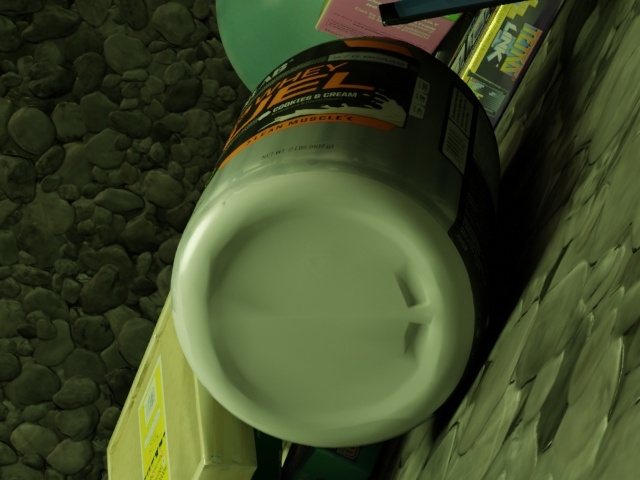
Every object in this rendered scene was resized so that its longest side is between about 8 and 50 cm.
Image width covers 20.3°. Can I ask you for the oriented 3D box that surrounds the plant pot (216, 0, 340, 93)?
[{"bbox_3d":[0.055,-0.299,2.138,0.235,0.293,0.293,-26,36,60],"label":"plant pot"}]

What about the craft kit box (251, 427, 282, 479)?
[{"bbox_3d":[-0.090,0.271,1.363,0.250,0.061,0.247,-89,19,-50],"label":"craft kit box"}]

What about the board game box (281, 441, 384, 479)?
[{"bbox_3d":[0.028,0.111,1.357,0.210,0.047,0.160,-66,4,-33],"label":"board game box"}]

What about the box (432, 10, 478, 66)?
[{"bbox_3d":[0.101,-0.114,1.816,0.231,0.056,0.183,-62,4,37],"label":"box"}]

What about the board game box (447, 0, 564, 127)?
[{"bbox_3d":[0.155,-0.173,1.519,0.170,0.048,0.141,-62,6,25],"label":"board game box"}]

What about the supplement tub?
[{"bbox_3d":[0.021,-0.017,1.180,0.316,0.193,0.193,-74,10,-66],"label":"supplement tub"}]

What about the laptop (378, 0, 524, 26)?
[{"bbox_3d":[0.159,-0.248,1.255,0.264,0.136,0.234,-64,4,10],"label":"laptop"}]

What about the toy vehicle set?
[{"bbox_3d":[-0.105,0.154,1.274,0.267,0.035,0.166,117,152,-49],"label":"toy vehicle set"}]

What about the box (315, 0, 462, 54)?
[{"bbox_3d":[0.101,-0.310,1.667,0.243,0.117,0.213,127,163,-73],"label":"box"}]

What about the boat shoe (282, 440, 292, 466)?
[{"bbox_3d":[-0.018,0.186,1.629,0.153,0.048,0.056,-52,-23,-75],"label":"boat shoe"}]
